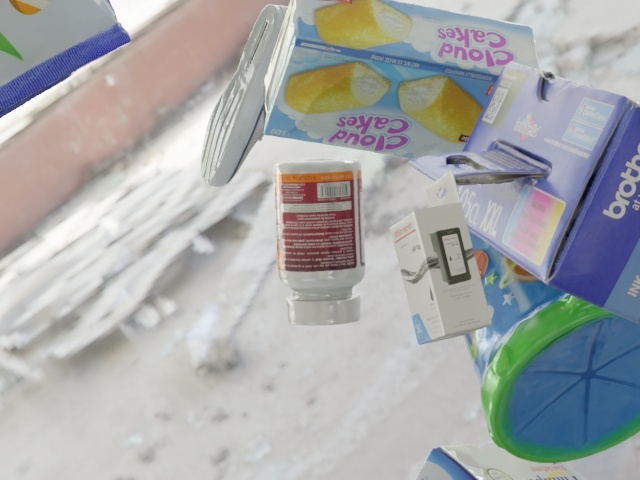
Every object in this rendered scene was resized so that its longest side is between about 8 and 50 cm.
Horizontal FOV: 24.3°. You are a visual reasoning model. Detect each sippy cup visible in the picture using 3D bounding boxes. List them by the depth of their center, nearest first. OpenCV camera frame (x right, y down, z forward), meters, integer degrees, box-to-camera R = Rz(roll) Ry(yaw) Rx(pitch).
[{"bbox_3d":[0.246,0.079,1.587,0.305,0.240,0.224,-55,38,25],"label":"sippy cup"}]

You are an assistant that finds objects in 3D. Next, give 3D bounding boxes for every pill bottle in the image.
[{"bbox_3d":[0.000,0.000,2.023,0.121,0.221,0.121,-2,5,0],"label":"pill bottle"}]

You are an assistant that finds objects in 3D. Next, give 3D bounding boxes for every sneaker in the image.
[{"bbox_3d":[-0.070,-0.171,1.877,0.258,0.091,0.094,-61,31,27],"label":"sneaker"}]

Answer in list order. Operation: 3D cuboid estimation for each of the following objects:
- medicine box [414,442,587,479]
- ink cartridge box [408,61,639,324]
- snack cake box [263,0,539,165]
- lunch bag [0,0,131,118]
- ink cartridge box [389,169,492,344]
[{"bbox_3d":[0.221,0.442,2.095,0.149,0.263,0.289,38,110,37],"label":"medicine box"},{"bbox_3d":[0.269,-0.013,1.157,0.151,0.395,0.270,-64,16,6],"label":"ink cartridge box"},{"bbox_3d":[0.082,-0.170,1.580,0.264,0.152,0.089,8,50,-12],"label":"snack cake box"},{"bbox_3d":[-0.363,-0.178,0.981,0.385,0.328,0.239,-30,9,-11],"label":"lunch bag"},{"bbox_3d":[0.061,0.010,0.783,0.028,0.083,0.048,-11,-8,-16],"label":"ink cartridge box"}]
